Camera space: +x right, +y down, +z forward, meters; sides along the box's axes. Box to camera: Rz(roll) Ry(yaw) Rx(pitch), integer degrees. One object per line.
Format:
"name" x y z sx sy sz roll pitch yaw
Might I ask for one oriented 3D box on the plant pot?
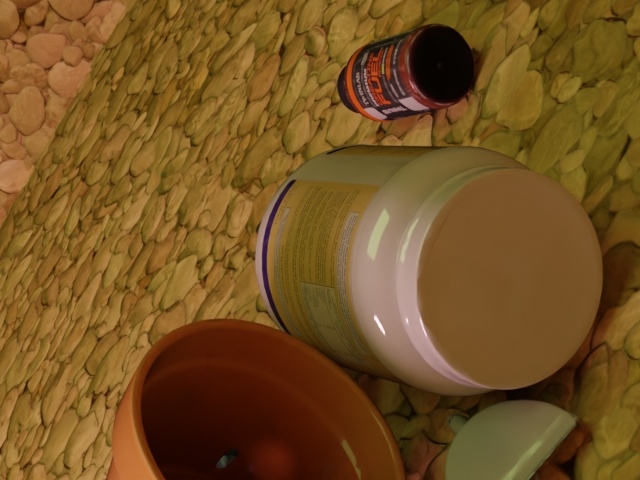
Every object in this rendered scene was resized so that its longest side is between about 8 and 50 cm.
"plant pot" -0.089 0.251 1.592 0.203 0.291 0.291 -55 23 37

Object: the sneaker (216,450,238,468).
"sneaker" -0.082 0.309 1.828 0.153 0.099 0.282 -24 47 56

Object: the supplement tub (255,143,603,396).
"supplement tub" 0.101 0.025 1.626 0.241 0.241 0.331 -64 25 -8

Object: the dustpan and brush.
"dustpan and brush" 0.160 0.198 1.560 0.147 0.060 0.211 -49 31 -3

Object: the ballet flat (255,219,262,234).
"ballet flat" 0.000 0.000 2.079 0.084 0.058 0.250 -45 25 -22

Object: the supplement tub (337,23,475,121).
"supplement tub" 0.099 -0.205 2.046 0.198 0.106 0.106 -9 55 60

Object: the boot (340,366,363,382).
"boot" -0.001 0.184 1.817 0.077 0.213 0.165 -2 18 35
